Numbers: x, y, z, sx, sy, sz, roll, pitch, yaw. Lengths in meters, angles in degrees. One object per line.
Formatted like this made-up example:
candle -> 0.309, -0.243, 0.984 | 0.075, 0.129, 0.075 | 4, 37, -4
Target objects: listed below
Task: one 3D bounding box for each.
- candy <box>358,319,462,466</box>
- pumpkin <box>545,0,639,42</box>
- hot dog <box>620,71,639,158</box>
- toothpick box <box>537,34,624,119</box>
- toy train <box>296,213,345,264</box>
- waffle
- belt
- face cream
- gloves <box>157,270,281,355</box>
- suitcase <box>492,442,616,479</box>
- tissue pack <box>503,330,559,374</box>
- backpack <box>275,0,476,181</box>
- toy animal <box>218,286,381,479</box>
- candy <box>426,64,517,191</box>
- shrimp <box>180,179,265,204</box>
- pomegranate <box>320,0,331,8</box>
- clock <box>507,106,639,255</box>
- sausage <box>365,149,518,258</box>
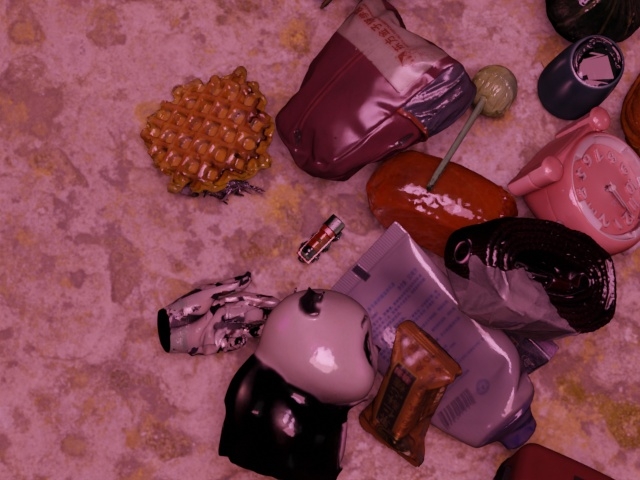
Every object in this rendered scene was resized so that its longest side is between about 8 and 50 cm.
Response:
candy -> 0.147, 0.266, 1.526 | 0.101, 0.271, 0.143 | -24, 56, -40
pumpkin -> 0.501, -0.454, 1.664 | 0.211, 0.152, 0.212 | 4, 76, -18
hot dog -> 0.660, -0.246, 1.658 | 0.196, 0.122, 0.272 | 29, 73, 2
toothpick box -> 0.463, -0.290, 1.625 | 0.120, 0.184, 0.120 | 0, 84, -1
toy train -> 0.000, 0.000, 1.641 | 0.103, 0.064, 0.044 | -45, 88, -6
waffle -> -0.200, -0.195, 1.638 | 0.237, 0.059, 0.243 | -26, 63, 8
belt -> 0.334, 0.062, 1.497 | 0.289, 0.164, 0.184 | 18, 76, -28
face cream -> 0.202, 0.194, 1.588 | 0.420, 0.137, 0.235 | 45, 112, 6
gloves -> -0.172, 0.133, 1.607 | 0.212, 0.111, 0.128 | -9, 77, -31
suitcase -> 0.373, 0.498, 1.482 | 0.236, 0.161, 0.297 | 24, 45, 2
tissue pack -> 0.327, 0.162, 1.603 | 0.156, 0.112, 0.051 | 44, 56, 4
backpack -> 0.078, -0.236, 1.596 | 0.317, 0.197, 0.283 | -44, 50, 5
toy animal -> -0.025, 0.231, 1.520 | 0.250, 0.251, 0.310 | 14, 85, 0
candy -> 0.255, -0.194, 1.595 | 0.092, 0.093, 0.335 | 46, 54, -14
shrimp -> -0.181, -0.100, 1.654 | 0.165, 0.056, 0.065 | 12, 68, 10
pomegranate -> 0.075, -0.507, 1.660 | 0.225, 0.187, 0.187 | -29, 84, 24
clock -> 0.474, -0.074, 1.620 | 0.241, 0.142, 0.227 | 50, 58, -4
sausage -> 0.210, -0.062, 1.608 | 0.268, 0.153, 0.141 | 23, 57, 2
